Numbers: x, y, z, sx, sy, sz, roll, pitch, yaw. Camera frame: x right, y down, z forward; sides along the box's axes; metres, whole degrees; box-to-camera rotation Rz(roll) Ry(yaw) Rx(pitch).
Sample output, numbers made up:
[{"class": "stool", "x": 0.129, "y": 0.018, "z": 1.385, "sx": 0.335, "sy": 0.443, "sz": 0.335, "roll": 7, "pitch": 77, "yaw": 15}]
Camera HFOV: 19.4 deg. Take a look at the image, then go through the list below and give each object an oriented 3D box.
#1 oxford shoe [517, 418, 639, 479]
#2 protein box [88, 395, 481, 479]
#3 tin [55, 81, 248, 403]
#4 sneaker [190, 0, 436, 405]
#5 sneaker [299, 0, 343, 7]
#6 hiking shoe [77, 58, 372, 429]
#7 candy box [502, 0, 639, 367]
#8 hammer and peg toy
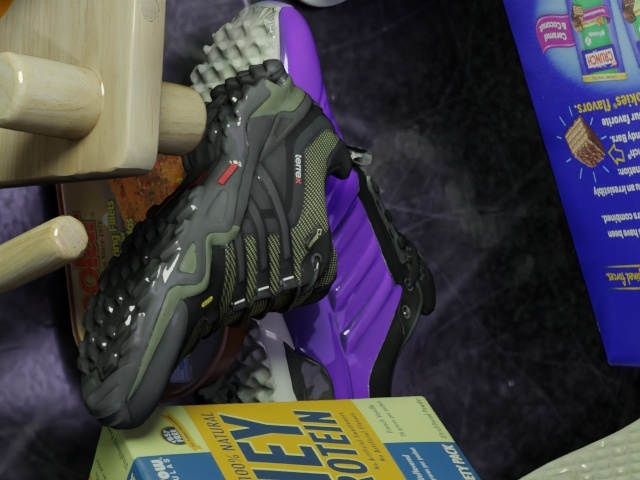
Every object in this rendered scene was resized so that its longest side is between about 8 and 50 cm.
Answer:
[{"class": "oxford shoe", "x": 0.237, "y": 0.192, "z": 1.239, "sx": 0.449, "sy": 0.169, "sz": 0.130, "roll": -30, "pitch": 120, "yaw": -28}, {"class": "protein box", "x": -0.028, "y": 0.207, "z": 1.047, "sx": 0.201, "sy": 0.136, "sz": 0.200, "roll": 1, "pitch": 124, "yaw": -29}, {"class": "tin", "x": -0.099, "y": -0.001, "z": 1.094, "sx": 0.040, "sy": 0.106, "sz": 0.190, "roll": -6, "pitch": 90, "yaw": -69}, {"class": "sneaker", "x": 0.000, "y": 0.000, "z": 1.154, "sx": 0.146, "sy": 0.102, "sz": 0.293, "roll": -4, "pitch": 93, "yaw": -32}, {"class": "sneaker", "x": 0.086, "y": -0.221, "z": 1.192, "sx": 0.221, "sy": 0.128, "sz": 0.087, "roll": -39, "pitch": 105, "yaw": -25}, {"class": "hiking shoe", "x": -0.043, "y": 0.015, "z": 1.012, "sx": 0.114, "sy": 0.086, "sz": 0.227, "roll": 37, "pitch": 67, "yaw": -22}, {"class": "candy box", "x": 0.257, "y": -0.080, "z": 1.197, "sx": 0.122, "sy": 0.268, "sz": 0.317, "roll": -17, "pitch": 95, "yaw": -25}, {"class": "hammer and peg toy", "x": -0.167, "y": -0.098, "z": 0.973, "sx": 0.127, "sy": 0.266, "sz": 0.361, "roll": 8, "pitch": 81, "yaw": -47}]
